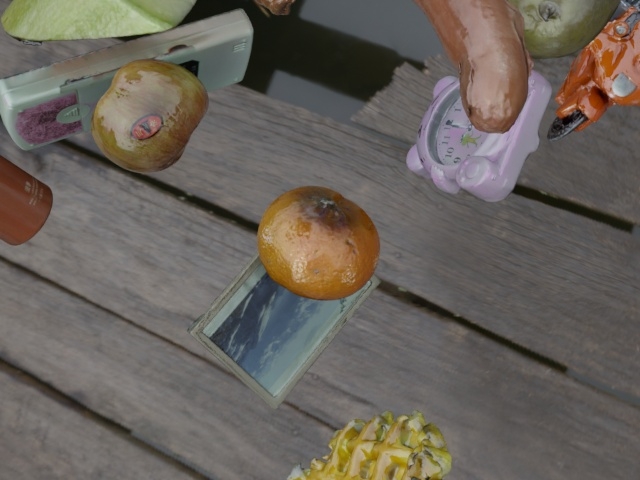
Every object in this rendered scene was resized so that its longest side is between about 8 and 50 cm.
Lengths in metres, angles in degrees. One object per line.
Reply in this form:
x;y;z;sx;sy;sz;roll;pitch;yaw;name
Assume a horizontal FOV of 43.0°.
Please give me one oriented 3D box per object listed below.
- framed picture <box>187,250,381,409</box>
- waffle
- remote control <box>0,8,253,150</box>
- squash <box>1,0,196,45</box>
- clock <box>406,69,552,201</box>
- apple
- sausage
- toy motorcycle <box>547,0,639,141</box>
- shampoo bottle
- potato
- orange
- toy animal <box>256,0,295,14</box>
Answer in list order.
-0.060;0.124;1.564;0.335;0.247;0.022;-49;25;-13;framed picture
0.032;0.300;0.825;0.060;0.280;0.262;38;107;-26;waffle
-0.257;-0.216;1.099;0.344;0.145;0.050;-21;78;-19;remote control
-0.235;-0.290;0.923;0.204;0.236;0.155;24;136;-9;squash
0.335;-0.243;1.791;0.322;0.113;0.295;20;88;58;clock
-0.182;-0.134;0.862;0.102;0.126;0.126;32;100;-9;apple
0.110;-0.212;0.701;0.078;0.078;0.304;-32;51;17;sausage
0.461;-0.286;1.245;0.148;0.325;0.221;41;142;-9;toy motorcycle
-0.398;-0.082;0.852;0.086;0.244;0.085;-22;50;28;shampoo bottle
0.279;-0.298;0.976;0.159;0.251;0.174;12;119;10;potato
0.000;0.000;1.440;0.224;0.224;0.170;34;133;20;orange
-0.161;-0.641;2.047;0.224;0.066;0.229;48;147;2;toy animal
